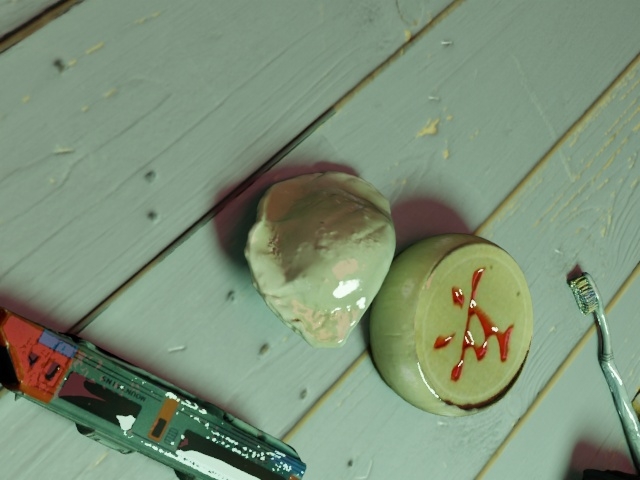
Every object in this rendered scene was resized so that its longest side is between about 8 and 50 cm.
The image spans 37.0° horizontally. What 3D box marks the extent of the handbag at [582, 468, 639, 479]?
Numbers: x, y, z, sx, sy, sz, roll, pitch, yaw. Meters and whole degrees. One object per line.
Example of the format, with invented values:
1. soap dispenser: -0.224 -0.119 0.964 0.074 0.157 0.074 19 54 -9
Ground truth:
1. handbag: 0.502 0.464 1.484 0.254 0.181 0.182 31 73 -35

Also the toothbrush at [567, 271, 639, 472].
1. toothbrush: 0.488 0.239 1.569 0.042 0.035 0.414 -26 104 -13

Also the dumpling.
1. dumpling: 0.000 0.000 1.167 0.179 0.131 0.252 31 58 -9

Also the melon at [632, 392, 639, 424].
1. melon: 0.590 0.333 1.597 0.093 0.139 0.203 -11 96 -15

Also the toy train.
1. toy train: -0.193 0.192 1.035 0.409 0.086 0.089 34 72 -31

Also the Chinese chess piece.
1. Chinese chess piece: 0.181 0.114 1.305 0.249 0.103 0.250 -1 91 -37
